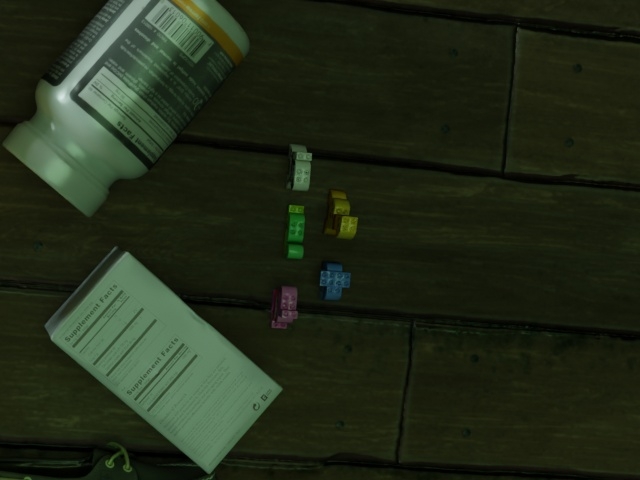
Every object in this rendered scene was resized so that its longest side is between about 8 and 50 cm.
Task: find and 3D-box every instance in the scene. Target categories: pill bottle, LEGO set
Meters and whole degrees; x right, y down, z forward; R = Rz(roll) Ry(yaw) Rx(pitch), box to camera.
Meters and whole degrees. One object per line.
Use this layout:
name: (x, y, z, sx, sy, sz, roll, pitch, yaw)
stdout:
pill bottle: (-0.224, -0.173, 1.823, 0.162, 0.162, 0.278, 41, 85, -12)
LEGO set: (0.000, 0.000, 1.920, 0.087, 0.093, 0.227, 5, 93, -13)

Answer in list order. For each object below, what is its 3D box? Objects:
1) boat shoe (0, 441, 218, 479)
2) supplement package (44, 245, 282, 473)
boat shoe: (-0.266, 0.290, 1.873, 0.305, 0.109, 0.091, -5, 100, -9)
supplement package: (-0.187, 0.136, 1.865, 0.244, 0.139, 0.134, 42, 84, -11)
